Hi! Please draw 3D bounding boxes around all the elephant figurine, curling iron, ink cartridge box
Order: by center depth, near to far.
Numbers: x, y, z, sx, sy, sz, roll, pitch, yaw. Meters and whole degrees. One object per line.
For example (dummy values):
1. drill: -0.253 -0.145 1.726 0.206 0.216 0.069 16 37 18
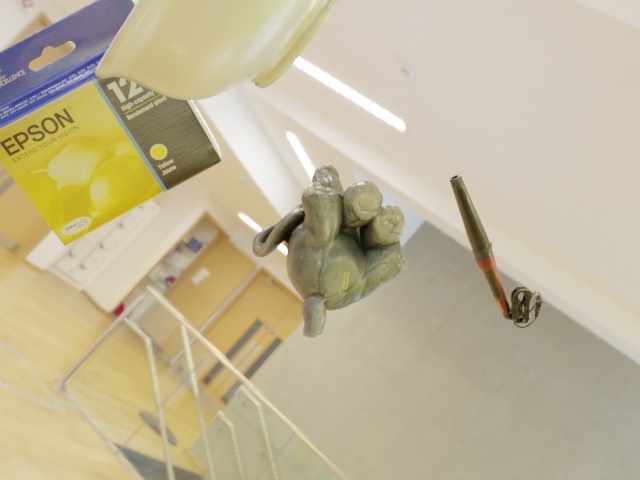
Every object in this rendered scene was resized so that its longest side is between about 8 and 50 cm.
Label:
1. elephant figurine: 0.000 0.000 0.987 0.239 0.186 0.169 11 -63 65
2. curling iron: 0.260 0.017 1.126 0.274 0.068 0.035 58 18 -18
3. ink cartridge box: -0.357 -0.185 1.180 0.307 0.303 0.072 61 0 -35

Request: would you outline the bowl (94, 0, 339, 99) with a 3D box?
1. bowl: -0.065 -0.232 0.673 0.134 0.298 0.298 35 -6 -19
